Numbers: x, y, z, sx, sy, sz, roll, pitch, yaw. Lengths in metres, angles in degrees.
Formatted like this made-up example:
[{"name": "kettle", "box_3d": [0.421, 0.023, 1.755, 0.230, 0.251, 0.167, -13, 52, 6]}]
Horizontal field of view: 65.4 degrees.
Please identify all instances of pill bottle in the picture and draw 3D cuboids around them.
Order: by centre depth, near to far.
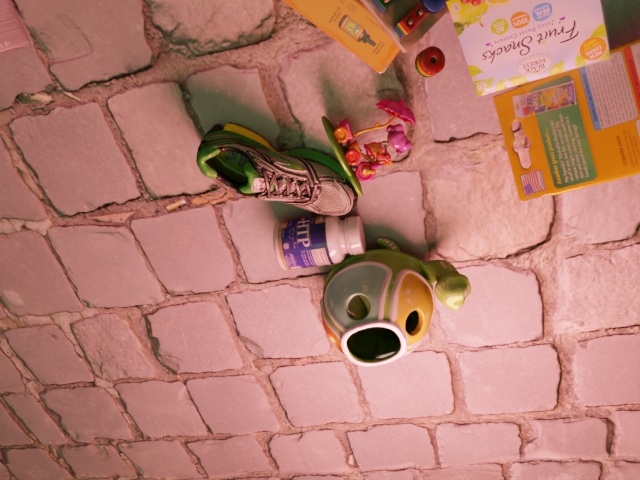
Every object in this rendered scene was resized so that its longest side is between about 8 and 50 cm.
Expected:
[{"name": "pill bottle", "box_3d": [0.000, 0.000, 1.096, 0.186, 0.112, 0.112, -9, 120, 13]}]

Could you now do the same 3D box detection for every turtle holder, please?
[{"name": "turtle holder", "box_3d": [0.155, 0.154, 1.101, 0.320, 0.227, 0.243, 2, 122, 8]}]

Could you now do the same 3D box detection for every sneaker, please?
[{"name": "sneaker", "box_3d": [-0.090, -0.119, 1.014, 0.343, 0.146, 0.134, 17, 123, -3]}]

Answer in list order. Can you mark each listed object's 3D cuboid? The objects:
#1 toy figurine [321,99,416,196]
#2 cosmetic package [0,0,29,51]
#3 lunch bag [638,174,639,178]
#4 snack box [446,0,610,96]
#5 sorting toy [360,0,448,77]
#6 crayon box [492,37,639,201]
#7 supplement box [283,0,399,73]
[{"name": "toy figurine", "box_3d": [0.110, -0.193, 0.955, 0.159, 0.130, 0.173, -24, 104, 12]}, {"name": "cosmetic package", "box_3d": [-0.666, -0.463, 0.911, 0.127, 0.107, 0.238, -3, 119, 11]}, {"name": "lunch bag", "box_3d": [0.610, -0.184, 0.878, 0.096, 0.129, 0.151, 6, 124, 4]}, {"name": "snack box", "box_3d": [0.331, -0.346, 0.792, 0.207, 0.070, 0.174, -7, 126, 35]}, {"name": "sorting toy", "box_3d": [0.140, -0.411, 0.808, 0.132, 0.046, 0.274, -46, 103, -8]}, {"name": "crayon box", "box_3d": [0.479, -0.202, 0.827, 0.323, 0.083, 0.203, -15, 89, 37]}, {"name": "supplement box", "box_3d": [0.038, -0.394, 0.862, 0.233, 0.080, 0.078, 34, 121, -11]}]
